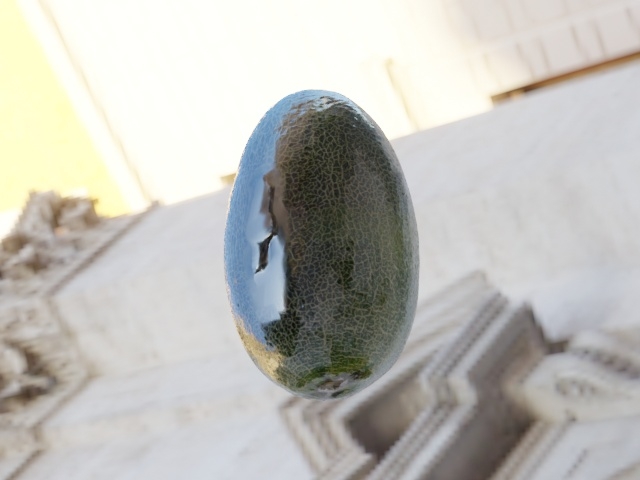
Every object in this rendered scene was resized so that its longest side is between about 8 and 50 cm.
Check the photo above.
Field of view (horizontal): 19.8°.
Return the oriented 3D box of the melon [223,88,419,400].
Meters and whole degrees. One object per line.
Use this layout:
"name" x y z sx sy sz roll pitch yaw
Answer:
"melon" 0.000 0.000 0.919 0.099 0.099 0.162 19 -122 -42
